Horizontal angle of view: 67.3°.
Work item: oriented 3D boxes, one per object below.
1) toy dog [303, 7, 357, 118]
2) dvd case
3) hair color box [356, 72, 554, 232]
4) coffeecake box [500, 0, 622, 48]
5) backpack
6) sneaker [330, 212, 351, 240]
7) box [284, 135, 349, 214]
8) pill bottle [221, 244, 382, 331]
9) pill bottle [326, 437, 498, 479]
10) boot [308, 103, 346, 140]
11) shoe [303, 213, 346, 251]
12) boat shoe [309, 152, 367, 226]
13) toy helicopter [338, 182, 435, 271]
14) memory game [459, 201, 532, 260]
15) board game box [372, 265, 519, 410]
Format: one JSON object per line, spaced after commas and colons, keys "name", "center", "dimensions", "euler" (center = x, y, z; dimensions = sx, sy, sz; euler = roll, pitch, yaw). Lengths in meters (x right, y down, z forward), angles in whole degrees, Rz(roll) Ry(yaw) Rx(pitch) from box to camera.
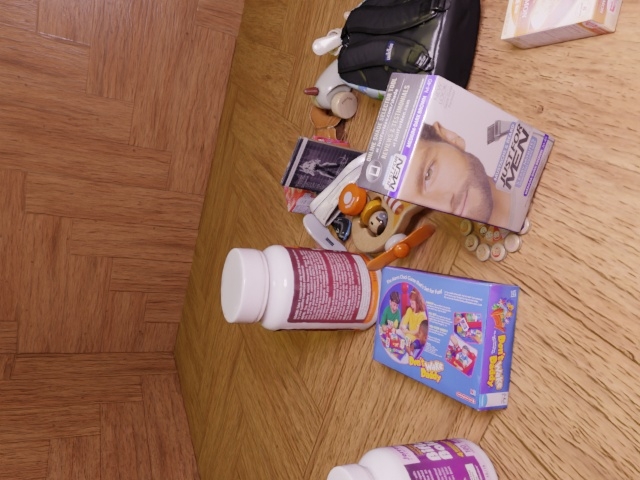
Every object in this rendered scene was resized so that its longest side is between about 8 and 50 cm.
{"name": "toy dog", "center": [0.038, -0.545, 1.478], "dimensions": [0.220, 0.161, 0.333], "euler": [2, 89, 48]}
{"name": "dvd case", "center": [0.012, -0.212, 1.415], "dimensions": [0.164, 0.222, 0.018], "euler": [-64, 31, 34]}
{"name": "hair color box", "center": [0.239, -0.134, 0.811], "dimensions": [0.110, 0.339, 0.185], "euler": [29, 106, 52]}
{"name": "coffeecake box", "center": [0.422, -0.428, 0.836], "dimensions": [0.185, 0.068, 0.142], "euler": [23, 105, 61]}
{"name": "backpack", "center": [0.189, -0.448, 1.130], "dimensions": [0.356, 0.274, 0.289], "euler": [17, 104, 40]}
{"name": "sneaker", "center": [0.038, -0.067, 1.492], "dimensions": [0.067, 0.078, 0.188], "euler": [-62, 37, 34]}
{"name": "box", "center": [-0.009, -0.203, 1.557], "dimensions": [0.257, 0.128, 0.122], "euler": [-52, 41, 47]}
{"name": "pill bottle", "center": [-0.049, 0.128, 1.280], "dimensions": [0.224, 0.393, 0.223], "euler": [-20, 67, 60]}
{"name": "pill bottle", "center": [0.168, 0.468, 0.894], "dimensions": [0.169, 0.302, 0.169], "euler": [-20, 67, 60]}
{"name": "boot", "center": [0.030, -0.396, 1.599], "dimensions": [0.152, 0.073, 0.196], "euler": [-6, 78, 54]}
{"name": "shoe", "center": [0.000, 0.000, 1.489], "dimensions": [0.178, 0.063, 0.081], "euler": [47, 150, -5]}
{"name": "boat shoe", "center": [0.080, -0.145, 1.387], "dimensions": [0.267, 0.096, 0.088], "euler": [-41, 74, 21]}
{"name": "toy helicopter", "center": [0.199, -0.068, 1.136], "dimensions": [0.355, 0.140, 0.234], "euler": [-31, 52, 44]}
{"name": "memory game", "center": [0.346, -0.047, 0.968], "dimensions": [0.186, 0.012, 0.186], "euler": [-19, 68, 60]}
{"name": "board game box", "center": [0.250, 0.188, 1.035], "dimensions": [0.347, 0.078, 0.233], "euler": [7, 92, 63]}
